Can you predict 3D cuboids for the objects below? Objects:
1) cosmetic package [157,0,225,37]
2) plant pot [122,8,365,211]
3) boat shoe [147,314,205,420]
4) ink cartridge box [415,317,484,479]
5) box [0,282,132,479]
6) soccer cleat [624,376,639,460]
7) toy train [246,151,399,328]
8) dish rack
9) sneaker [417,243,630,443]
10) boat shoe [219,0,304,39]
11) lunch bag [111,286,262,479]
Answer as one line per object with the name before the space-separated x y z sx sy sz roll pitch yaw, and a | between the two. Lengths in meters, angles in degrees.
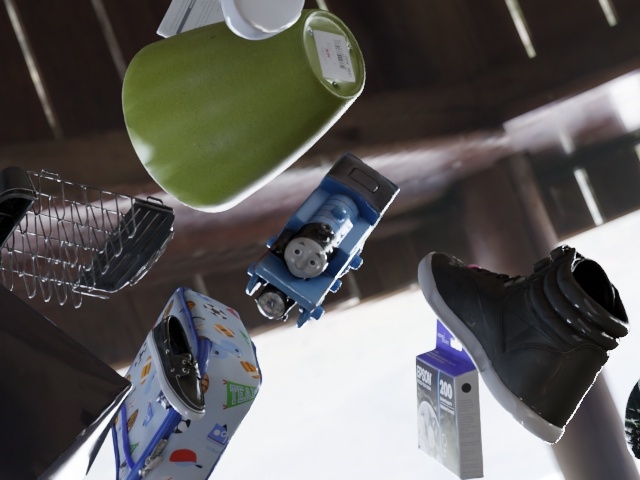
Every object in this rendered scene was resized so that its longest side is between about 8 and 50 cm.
cosmetic package | -0.149 -0.387 2.504 0.138 0.224 0.224 -62 179 10
plant pot | -0.088 -0.218 1.992 0.293 0.275 0.274 -22 173 37
boat shoe | -0.165 0.147 1.605 0.049 0.142 0.040 15 124 -43
ink cartridge box | 0.189 0.232 2.046 0.045 0.208 0.206 -2 -176 -13
box | -0.391 0.187 1.291 0.179 0.312 0.343 -46 171 -47
soccer cleat | 0.364 0.154 1.435 0.060 0.179 0.072 16 -168 -3
toy train | 0.000 0.000 1.221 0.105 0.080 0.184 -58 175 35
dish rack | -0.326 0.008 1.752 0.271 0.074 0.208 14 134 -35
sneaker | 0.197 0.056 1.306 0.147 0.104 0.296 -50 -150 11
boat shoe | -0.087 -0.333 1.767 0.102 0.108 0.301 -32 -153 30
lunch bag | -0.186 0.209 1.767 0.243 0.115 0.303 -57 -162 12
